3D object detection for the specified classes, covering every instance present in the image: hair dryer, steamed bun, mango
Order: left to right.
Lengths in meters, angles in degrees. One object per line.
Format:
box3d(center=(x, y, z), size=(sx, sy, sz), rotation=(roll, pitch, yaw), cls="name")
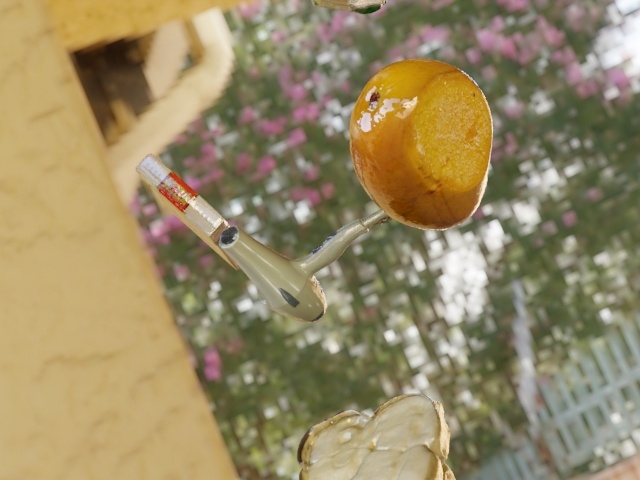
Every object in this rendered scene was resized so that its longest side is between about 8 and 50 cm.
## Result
box3d(center=(-0.020, -0.002, 2.166), size=(0.167, 0.067, 0.199), rotation=(25, -65, -32), cls="hair dryer")
box3d(center=(0.071, 0.271, 2.050), size=(0.177, 0.106, 0.192), rotation=(-23, 33, 11), cls="steamed bun")
box3d(center=(0.101, -0.090, 1.820), size=(0.141, 0.102, 0.217), rotation=(-41, -43, -12), cls="mango")

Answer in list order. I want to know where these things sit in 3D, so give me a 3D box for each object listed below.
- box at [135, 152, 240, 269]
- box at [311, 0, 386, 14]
box3d(center=(-0.160, -0.034, 2.377), size=(0.034, 0.132, 0.235), rotation=(-47, -11, -4), cls="box")
box3d(center=(0.042, -0.372, 2.162), size=(0.103, 0.180, 0.250), rotation=(9, -6, 0), cls="box")
